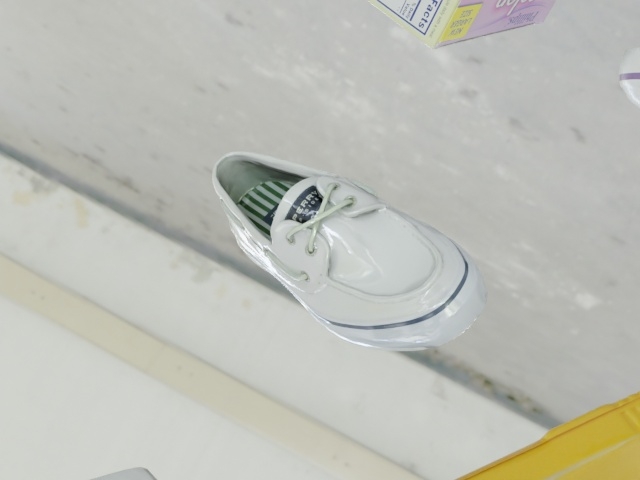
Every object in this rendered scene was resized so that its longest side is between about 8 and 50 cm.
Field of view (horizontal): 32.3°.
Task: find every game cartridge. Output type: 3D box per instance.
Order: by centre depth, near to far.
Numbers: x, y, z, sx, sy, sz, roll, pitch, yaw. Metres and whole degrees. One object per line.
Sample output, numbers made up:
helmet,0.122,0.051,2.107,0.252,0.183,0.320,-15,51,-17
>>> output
game cartridge,0.172,0.270,0.930,0.053,0.323,0.285,52,160,44

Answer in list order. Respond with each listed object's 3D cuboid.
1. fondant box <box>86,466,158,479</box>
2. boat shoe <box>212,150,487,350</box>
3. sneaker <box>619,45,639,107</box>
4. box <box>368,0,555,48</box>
fondant box,-0.127,0.192,0.231,0.330,0.096,0.238,-8,-147,-38
boat shoe,0.000,0.000,0.663,0.226,0.083,0.076,19,154,51
sneaker,0.308,-0.026,0.703,0.282,0.161,0.102,23,-168,25
box,0.095,-0.304,1.028,0.243,0.117,0.213,41,-144,20
